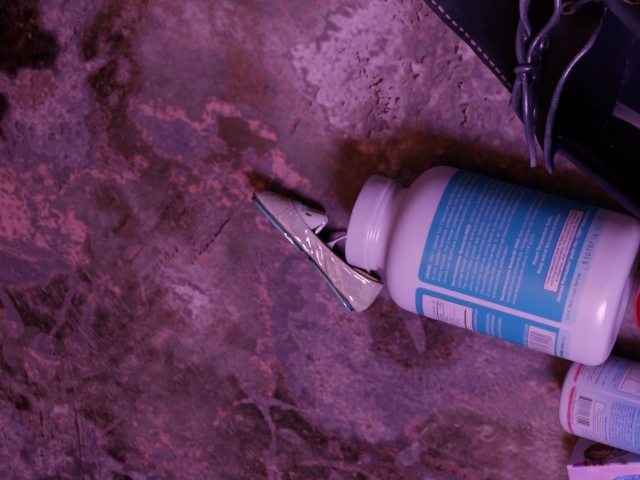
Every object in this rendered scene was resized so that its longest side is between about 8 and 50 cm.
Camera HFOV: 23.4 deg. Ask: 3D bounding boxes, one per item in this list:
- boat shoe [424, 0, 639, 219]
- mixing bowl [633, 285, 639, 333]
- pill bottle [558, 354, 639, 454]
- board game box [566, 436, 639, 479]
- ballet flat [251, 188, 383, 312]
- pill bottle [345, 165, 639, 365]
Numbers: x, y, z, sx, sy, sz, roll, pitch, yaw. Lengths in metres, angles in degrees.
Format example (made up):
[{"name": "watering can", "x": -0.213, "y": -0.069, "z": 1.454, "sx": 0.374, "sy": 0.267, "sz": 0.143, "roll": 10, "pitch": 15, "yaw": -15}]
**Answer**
[{"name": "boat shoe", "x": 0.225, "y": -0.146, "z": 1.268, "sx": 0.500, "sy": 0.156, "sz": 0.186, "roll": 43, "pitch": 145, "yaw": 34}, {"name": "mixing bowl", "x": 0.384, "y": 0.048, "z": 1.400, "sx": 0.181, "sy": 0.098, "sz": 0.181, "roll": 18, "pitch": 141, "yaw": 15}, {"name": "pill bottle", "x": 0.317, "y": 0.164, "z": 1.484, "sx": 0.160, "sy": 0.087, "sz": 0.087, "roll": 15, "pitch": 118, "yaw": 30}, {"name": "board game box", "x": 0.434, "y": 0.339, "z": 1.541, "sx": 0.319, "sy": 0.066, "sz": 0.318, "roll": -8, "pitch": 109, "yaw": 25}, {"name": "ballet flat", "x": 0.000, "y": 0.000, "z": 1.590, "sx": 0.052, "sy": 0.057, "sz": 0.168, "roll": -41, "pitch": 97, "yaw": 3}, {"name": "pill bottle", "x": 0.162, "y": 0.015, "z": 1.465, "sx": 0.264, "sy": 0.146, "sz": 0.146, "roll": 17, "pitch": 118, "yaw": 15}]
